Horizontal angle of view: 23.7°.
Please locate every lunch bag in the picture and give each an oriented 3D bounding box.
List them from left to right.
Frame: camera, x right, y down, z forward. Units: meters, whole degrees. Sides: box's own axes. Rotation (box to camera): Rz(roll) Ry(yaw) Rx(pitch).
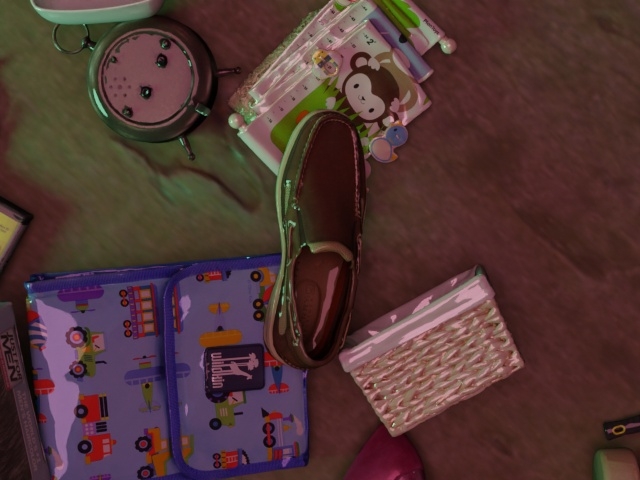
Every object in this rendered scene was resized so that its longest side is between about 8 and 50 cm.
[{"bbox_3d":[-0.141,0.132,1.552,0.293,0.138,0.221,-6,93,-8],"label":"lunch bag"}]

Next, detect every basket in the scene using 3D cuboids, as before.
[{"bbox_3d":[0.114,0.110,1.523,0.167,0.113,0.103,-30,93,6],"label":"basket"}]

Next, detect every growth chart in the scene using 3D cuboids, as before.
[{"bbox_3d":[0.026,-0.151,1.533,0.172,0.021,0.237,36,96,-14],"label":"growth chart"}]

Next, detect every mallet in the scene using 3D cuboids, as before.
[{"bbox_3d":[0.380,0.162,1.548,0.189,0.039,0.062,-8,94,8],"label":"mallet"}]

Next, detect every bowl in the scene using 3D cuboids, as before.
[{"bbox_3d":[-0.216,-0.273,1.535,0.142,0.053,0.142,-4,59,6],"label":"bowl"}]

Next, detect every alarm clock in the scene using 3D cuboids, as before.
[{"bbox_3d":[-0.189,-0.173,1.558,0.192,0.064,0.129,28,95,5],"label":"alarm clock"}]

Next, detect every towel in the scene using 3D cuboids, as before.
[{"bbox_3d":[-0.013,-0.157,1.560,0.148,0.027,0.110,-43,89,5],"label":"towel"}]

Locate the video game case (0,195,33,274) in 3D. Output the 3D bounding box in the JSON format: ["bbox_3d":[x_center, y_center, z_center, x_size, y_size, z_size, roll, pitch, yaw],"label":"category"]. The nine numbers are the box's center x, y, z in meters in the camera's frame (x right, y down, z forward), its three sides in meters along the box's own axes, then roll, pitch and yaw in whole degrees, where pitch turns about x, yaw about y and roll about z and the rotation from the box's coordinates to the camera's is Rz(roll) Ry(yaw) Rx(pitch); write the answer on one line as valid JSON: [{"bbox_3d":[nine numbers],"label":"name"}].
[{"bbox_3d":[-0.478,0.014,1.600,0.275,0.035,0.248,30,95,3],"label":"video game case"}]

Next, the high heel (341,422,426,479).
[{"bbox_3d":[0.004,0.291,1.572,0.244,0.082,0.117,-36,61,18],"label":"high heel"}]

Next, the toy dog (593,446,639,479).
[{"bbox_3d":[0.360,0.358,1.494,0.220,0.161,0.334,-22,91,5],"label":"toy dog"}]

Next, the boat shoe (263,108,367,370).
[{"bbox_3d":[0.008,0.001,1.487,0.095,0.095,0.257,4,93,-19],"label":"boat shoe"}]

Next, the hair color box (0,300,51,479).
[{"bbox_3d":[-0.459,0.165,1.486,0.374,0.113,0.185,-2,106,27],"label":"hair color box"}]
